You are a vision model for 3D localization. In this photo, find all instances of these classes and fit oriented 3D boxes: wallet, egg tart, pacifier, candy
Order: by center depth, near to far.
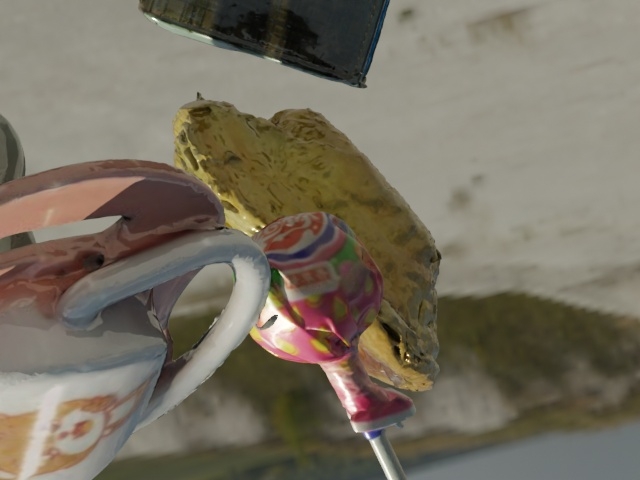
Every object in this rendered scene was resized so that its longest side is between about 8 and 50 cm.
[{"bbox_3d":[-0.189,0.039,1.184,0.220,0.273,0.332,-54,173,-39],"label":"pacifier"},{"bbox_3d":[-0.003,-0.268,1.235,0.169,0.317,0.044,18,-163,5],"label":"wallet"},{"bbox_3d":[0.038,0.144,1.606,0.124,0.365,0.124,-23,-162,8],"label":"candy"},{"bbox_3d":[0.000,0.000,1.874,0.153,0.351,0.339,-44,166,-10],"label":"egg tart"}]
